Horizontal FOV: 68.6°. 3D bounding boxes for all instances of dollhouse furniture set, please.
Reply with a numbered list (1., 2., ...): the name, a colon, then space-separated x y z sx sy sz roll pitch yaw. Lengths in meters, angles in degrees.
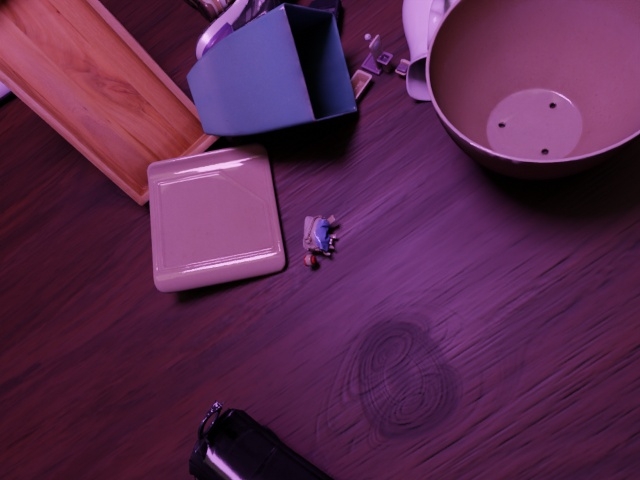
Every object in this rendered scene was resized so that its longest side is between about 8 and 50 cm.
1. dollhouse furniture set: 0.084 -0.285 0.797 0.091 0.081 0.114 34 87 24

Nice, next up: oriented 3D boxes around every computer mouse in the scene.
1. computer mouse: 0.016 -0.468 0.906 0.071 0.041 0.241 4 69 21

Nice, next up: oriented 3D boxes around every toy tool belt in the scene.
1. toy tool belt: 0.000 0.000 0.758 0.051 0.052 0.083 -5 73 26

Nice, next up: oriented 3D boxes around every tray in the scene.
1. tray: -0.389 -0.275 0.806 0.203 0.411 0.076 -41 27 3

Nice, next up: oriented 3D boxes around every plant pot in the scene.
1. plant pot: -0.093 -0.259 0.783 0.235 0.166 0.165 -9 105 30
2. plant pot: 0.297 -0.198 0.639 0.285 0.191 0.283 -5 73 17

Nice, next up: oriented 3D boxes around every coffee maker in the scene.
1. coffee maker: -0.081 0.321 0.624 0.178 0.171 0.120 27 68 22

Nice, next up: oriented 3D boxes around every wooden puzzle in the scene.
1. wooden puzzle: -0.184 -0.040 0.821 0.221 0.044 0.238 -11 74 0

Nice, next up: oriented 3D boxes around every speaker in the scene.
1. speaker: -0.758 -0.372 1.125 0.136 0.055 0.055 -28 67 9

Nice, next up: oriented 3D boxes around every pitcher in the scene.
1. pitcher: 0.187 -0.351 0.730 0.126 0.177 0.206 8 77 11

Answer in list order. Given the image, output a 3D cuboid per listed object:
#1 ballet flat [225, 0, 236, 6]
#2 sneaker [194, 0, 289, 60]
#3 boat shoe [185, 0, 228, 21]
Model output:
1. ballet flat: -0.091 -0.617 0.949 0.123 0.123 0.348 14 80 22
2. sneaker: -0.103 -0.420 0.908 0.124 0.107 0.283 40 93 10
3. boat shoe: -0.260 -0.546 1.010 0.072 0.068 0.190 -40 75 -9
